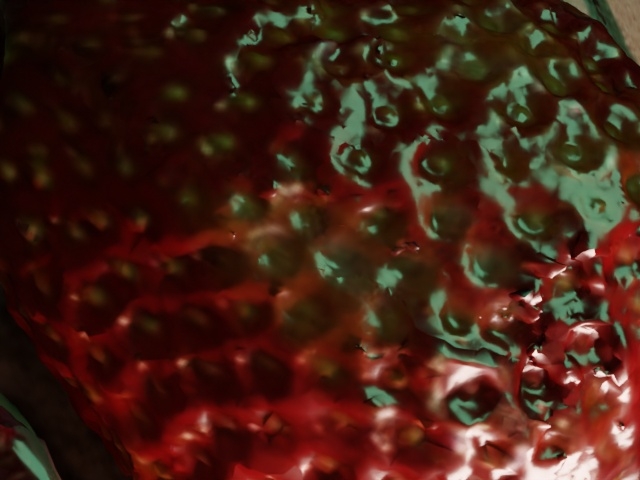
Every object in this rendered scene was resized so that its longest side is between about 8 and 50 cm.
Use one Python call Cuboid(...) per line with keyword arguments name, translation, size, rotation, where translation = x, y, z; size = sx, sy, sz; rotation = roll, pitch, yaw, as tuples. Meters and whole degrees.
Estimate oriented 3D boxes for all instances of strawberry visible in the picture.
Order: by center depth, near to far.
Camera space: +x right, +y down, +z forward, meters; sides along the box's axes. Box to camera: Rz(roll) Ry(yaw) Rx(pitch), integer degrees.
Cuboid(name="strawberry", translation=(0.000, 0.000, 0.682), size=(0.288, 0.250, 0.238), rotation=(25, 90, -35))

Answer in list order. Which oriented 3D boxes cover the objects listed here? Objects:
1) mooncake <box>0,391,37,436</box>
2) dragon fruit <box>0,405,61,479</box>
Cuboid(name="mooncake", translation=(-0.154, 0.098, 0.518), size=(0.168, 0.104, 0.175), rotation=(-14, 92, -57))
Cuboid(name="dragon fruit", translation=(-0.120, 0.117, 0.406), size=(0.161, 0.126, 0.274), rotation=(-41, 109, -31))
